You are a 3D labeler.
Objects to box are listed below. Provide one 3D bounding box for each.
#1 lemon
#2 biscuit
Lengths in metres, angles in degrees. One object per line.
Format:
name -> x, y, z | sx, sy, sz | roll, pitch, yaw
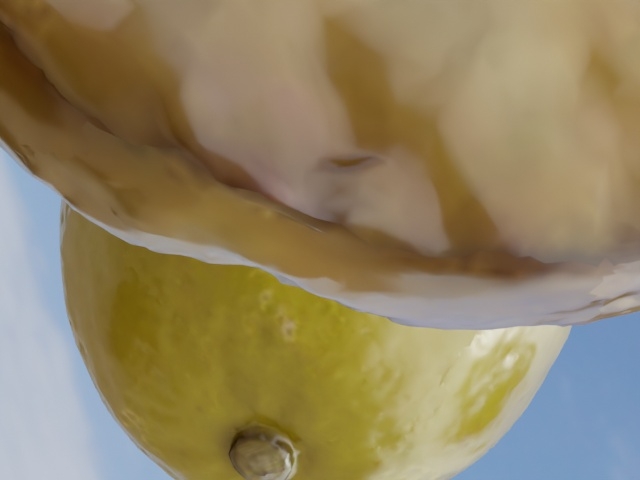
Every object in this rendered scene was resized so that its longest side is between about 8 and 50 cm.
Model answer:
lemon -> 0.000, 0.000, 1.067 | 0.348, 0.348, 0.348 | 163, -90, -71
biscuit -> 0.028, -0.120, 0.418 | 0.102, 0.296, 0.296 | 131, -60, -69
